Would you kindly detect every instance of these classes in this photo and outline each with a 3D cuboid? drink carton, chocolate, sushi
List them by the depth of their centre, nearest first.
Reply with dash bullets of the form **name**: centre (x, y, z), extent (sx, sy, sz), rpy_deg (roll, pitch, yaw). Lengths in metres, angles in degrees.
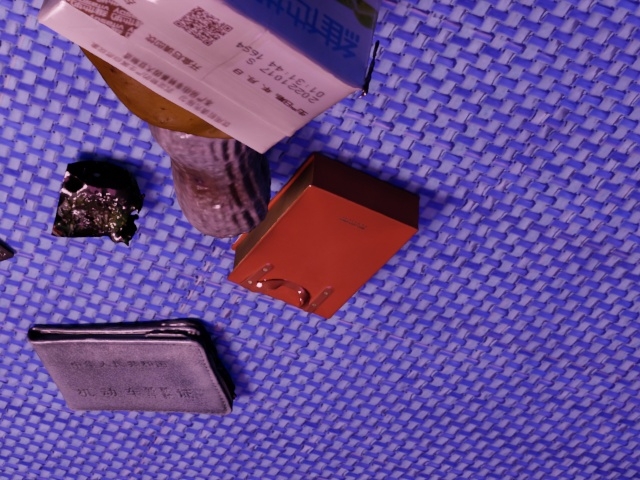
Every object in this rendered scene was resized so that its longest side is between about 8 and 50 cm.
- **drink carton**: centre (-0.051, -0.249, 1.221), extent (0.194, 0.324, 0.132), rpy_deg (30, 143, -25)
- **chocolate**: centre (-0.102, -0.091, 1.634), extent (0.110, 0.110, 0.248), rpy_deg (-1, 141, 12)
- **sushi**: centre (-0.222, -0.041, 1.771), extent (0.085, 0.056, 0.083), rpy_deg (13, 137, -6)

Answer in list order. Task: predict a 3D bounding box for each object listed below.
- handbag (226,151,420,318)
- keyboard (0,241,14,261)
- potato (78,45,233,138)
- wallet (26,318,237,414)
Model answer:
- **handbag**: centre (0.000, 0.000, 1.783), extent (0.127, 0.062, 0.190), rpy_deg (22, 139, -21)
- **keyboard**: centre (-0.398, -0.017, 1.870), extent (0.053, 0.010, 0.155), rpy_deg (-17, 138, 32)
- **potato**: centre (-0.126, -0.227, 1.394), extent (0.195, 0.176, 0.369), rpy_deg (17, 148, 49)
- **wallet**: centre (-0.218, 0.152, 2.052), extent (0.222, 0.036, 0.167), rpy_deg (-2, 144, 13)
